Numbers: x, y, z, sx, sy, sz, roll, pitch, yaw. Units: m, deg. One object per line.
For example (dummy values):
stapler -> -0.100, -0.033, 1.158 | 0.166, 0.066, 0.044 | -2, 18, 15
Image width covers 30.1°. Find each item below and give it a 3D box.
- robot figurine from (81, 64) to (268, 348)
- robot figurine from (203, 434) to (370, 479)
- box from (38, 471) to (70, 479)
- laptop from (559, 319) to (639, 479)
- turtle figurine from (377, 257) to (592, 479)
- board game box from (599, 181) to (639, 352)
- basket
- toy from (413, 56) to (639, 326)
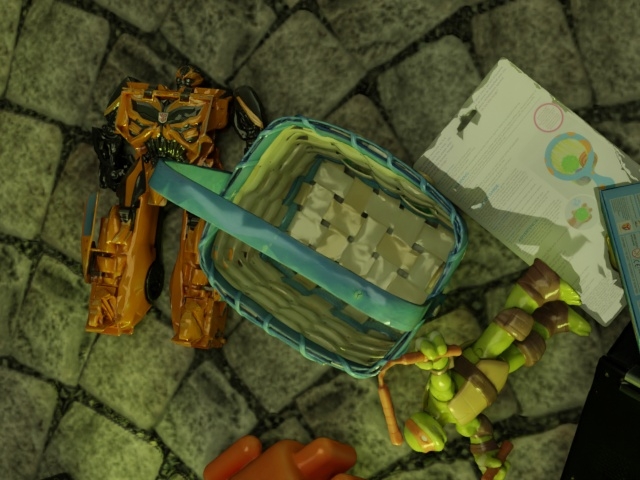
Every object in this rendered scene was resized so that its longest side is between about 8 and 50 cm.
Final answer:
robot figurine -> -0.157, -0.040, 1.239 | 0.211, 0.085, 0.291 | 6, 90, 17
robot figurine -> -0.052, 0.282, 1.174 | 0.219, 0.128, 0.158 | -40, 98, 12
box -> -0.353, 0.383, 1.259 | 0.247, 0.142, 0.163 | -36, 79, 15
laptop -> 0.445, 0.195, 1.026 | 0.382, 0.236, 0.408 | 30, 126, 31
turtle figurine -> 0.151, 0.130, 1.100 | 0.217, 0.269, 0.087 | -43, 42, -9
board game box -> 0.361, 0.006, 1.017 | 0.211, 0.039, 0.160 | -12, 53, 10
basket -> 0.000, 0.000, 1.079 | 0.254, 0.289, 0.201 | 31, 102, 13
toy -> 0.223, -0.046, 1.132 | 0.237, 0.056, 0.137 | 41, 100, 9
